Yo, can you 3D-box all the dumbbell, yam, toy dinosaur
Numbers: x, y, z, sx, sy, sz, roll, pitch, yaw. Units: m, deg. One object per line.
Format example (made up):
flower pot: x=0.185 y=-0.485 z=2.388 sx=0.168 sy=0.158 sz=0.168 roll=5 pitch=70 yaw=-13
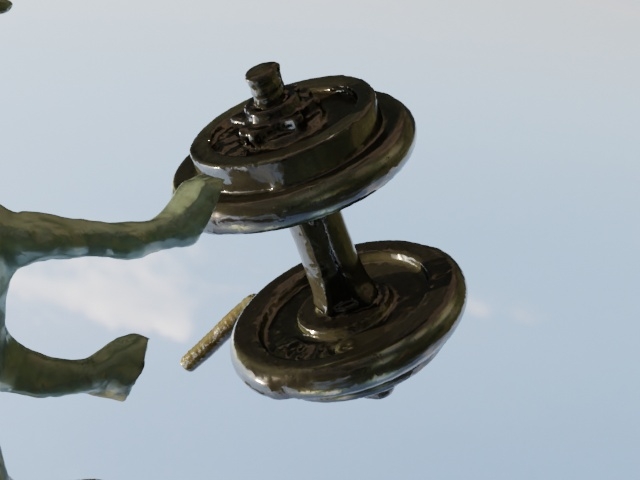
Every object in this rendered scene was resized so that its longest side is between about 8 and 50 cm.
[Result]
dumbbell: x=0.000 y=0.000 z=1.089 sx=0.192 sy=0.289 sz=0.192 roll=-16 pitch=-153 yaw=8
yam: x=-0.096 y=0.090 z=1.417 sx=0.021 sy=0.116 sz=0.021 roll=35 pitch=-151 yaw=-23
toy dinosaur: x=-0.144 y=0.036 z=0.588 sx=0.206 sy=0.392 sz=0.092 roll=6 pitch=160 yaw=-28

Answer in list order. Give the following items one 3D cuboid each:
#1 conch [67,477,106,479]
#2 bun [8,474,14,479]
conch: x=-0.213 y=0.289 z=1.363 sx=0.207 sy=0.130 sz=0.155 roll=2 pitch=155 yaw=46
bun: x=-0.317 y=0.311 z=0.976 sx=0.355 sy=0.354 sz=0.194 roll=11 pitch=-179 yaw=-2
